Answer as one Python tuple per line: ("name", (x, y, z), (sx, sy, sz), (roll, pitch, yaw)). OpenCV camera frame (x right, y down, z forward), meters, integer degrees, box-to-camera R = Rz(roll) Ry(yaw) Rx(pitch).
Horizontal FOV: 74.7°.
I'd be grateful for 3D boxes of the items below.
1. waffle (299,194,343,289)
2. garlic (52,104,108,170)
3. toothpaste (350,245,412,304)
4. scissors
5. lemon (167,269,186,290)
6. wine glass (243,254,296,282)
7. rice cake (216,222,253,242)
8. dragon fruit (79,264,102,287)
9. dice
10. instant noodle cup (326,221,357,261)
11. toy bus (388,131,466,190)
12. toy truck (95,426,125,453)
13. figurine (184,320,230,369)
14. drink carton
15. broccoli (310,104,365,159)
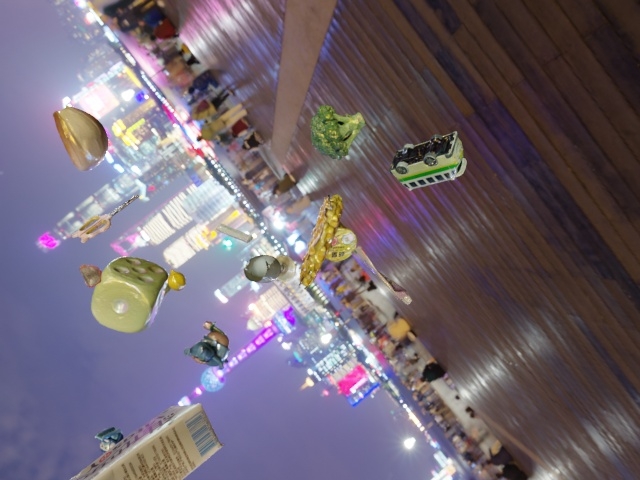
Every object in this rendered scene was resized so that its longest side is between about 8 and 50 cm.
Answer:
("waffle", (0.000, 0.000, 1.721), (0.095, 0.380, 0.382), (22, -156, -3))
("garlic", (-0.674, -0.266, 1.193), (0.207, 0.128, 0.115), (105, 158, -44))
("toothpaste", (0.241, 0.138, 1.645), (0.301, 0.048, 0.075), (44, 178, 2))
("scissors", (-0.919, -0.106, 1.822), (0.160, 0.317, 0.024), (18, 142, 34))
("lemon", (-0.538, 0.149, 1.568), (0.065, 0.065, 0.092), (-139, 33, -62))
("wine glass", (-0.230, 0.134, 1.957), (0.143, 0.143, 0.321), (50, -168, 13))
("rice cake", (-0.410, -0.036, 1.981), (0.210, 0.043, 0.034), (20, 158, 26))
("dragon fruit", (-0.799, 0.119, 1.468), (0.056, 0.060, 0.083), (-16, 102, 59))
("dice", (-0.821, 0.236, 1.834), (0.254, 0.252, 0.250), (22, -163, -6))
("instant noodle cup", (0.070, -0.012, 2.037), (0.182, 0.182, 0.144), (55, -176, -32))
("toy bus", (0.427, -0.302, 1.642), (0.276, 0.134, 0.164), (-8, 137, 45))
("toy truck", (-0.665, 0.623, 1.317), (0.056, 0.073, 0.090), (10, 133, 21))
("figurine", (-0.354, 0.337, 1.355), (0.114, 0.145, 0.178), (10, 172, 19))
("drink carton", (-0.419, 0.527, 0.987), (0.194, 0.324, 0.132), (-27, 90, 44))
("broccoli", (0.079, -0.525, 1.997), (0.270, 0.270, 0.270), (-23, -90, -81))
